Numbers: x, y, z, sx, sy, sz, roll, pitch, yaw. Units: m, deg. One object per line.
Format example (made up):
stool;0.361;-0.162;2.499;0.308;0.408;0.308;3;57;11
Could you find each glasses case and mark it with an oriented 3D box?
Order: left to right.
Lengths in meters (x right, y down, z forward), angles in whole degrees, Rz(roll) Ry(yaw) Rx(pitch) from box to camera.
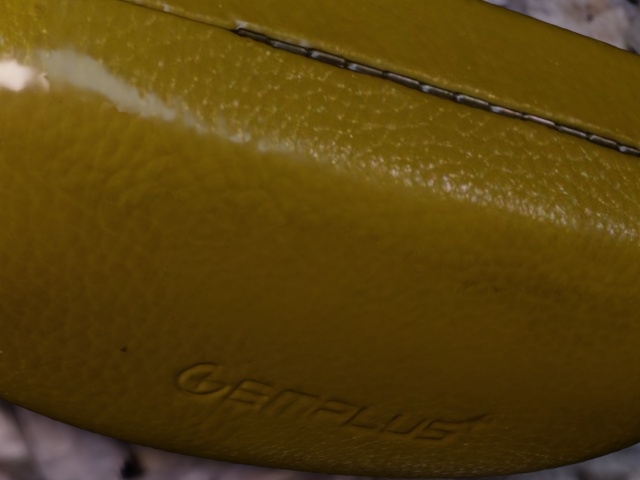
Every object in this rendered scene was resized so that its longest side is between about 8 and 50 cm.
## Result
glasses case;0.000;0.000;0.639;0.371;0.173;0.141;14;54;-31
